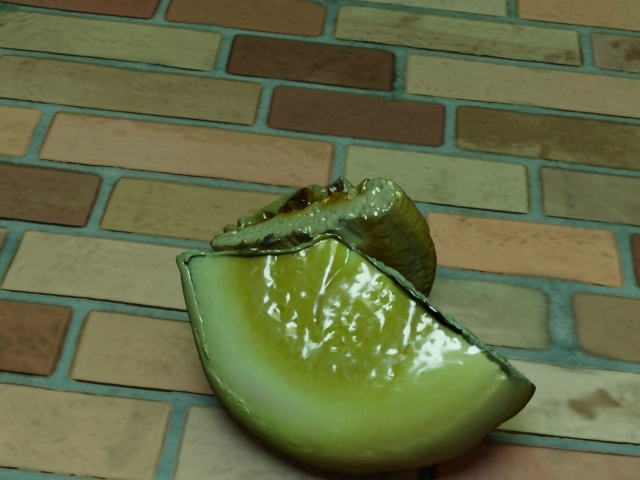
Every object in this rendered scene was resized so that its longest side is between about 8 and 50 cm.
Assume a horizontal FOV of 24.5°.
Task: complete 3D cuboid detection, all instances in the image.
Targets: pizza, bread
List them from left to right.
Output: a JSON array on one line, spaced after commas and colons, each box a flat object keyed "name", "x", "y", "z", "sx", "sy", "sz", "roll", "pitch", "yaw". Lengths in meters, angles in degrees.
[{"name": "pizza", "x": 0.000, "y": -0.002, "z": 1.205, "sx": 0.194, "sy": 0.154, "sz": 0.069, "roll": 4, "pitch": 60, "yaw": 20}, {"name": "bread", "x": 0.011, "y": 0.086, "z": 1.079, "sx": 0.261, "sy": 0.156, "sz": 0.158, "roll": 38, "pitch": 1, "yaw": 16}]
